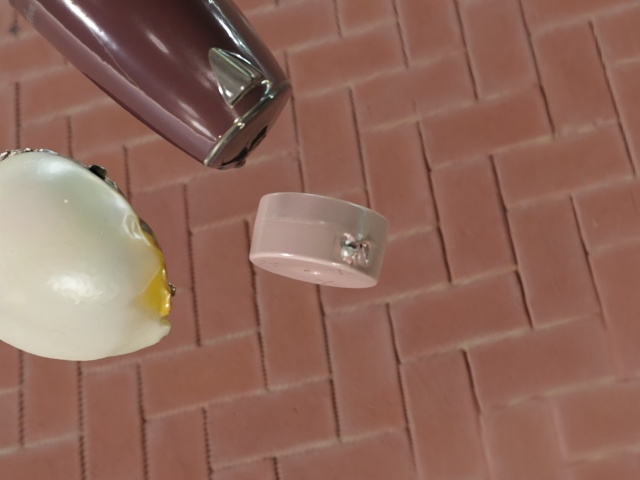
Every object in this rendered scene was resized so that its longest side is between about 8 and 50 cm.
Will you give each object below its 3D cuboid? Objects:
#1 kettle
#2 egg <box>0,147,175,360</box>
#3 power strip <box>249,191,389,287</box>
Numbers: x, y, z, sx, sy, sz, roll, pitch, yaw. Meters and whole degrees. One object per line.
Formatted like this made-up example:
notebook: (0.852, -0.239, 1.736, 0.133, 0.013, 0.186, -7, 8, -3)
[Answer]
kettle: (-0.141, -0.160, 1.054, 0.232, 0.202, 0.144, 46, 65, 2)
egg: (-0.322, 0.049, 1.413, 0.264, 0.286, 0.174, -24, 21, 38)
power strip: (0.000, 0.000, 1.366, 0.154, 0.154, 0.078, 7, 77, 20)
